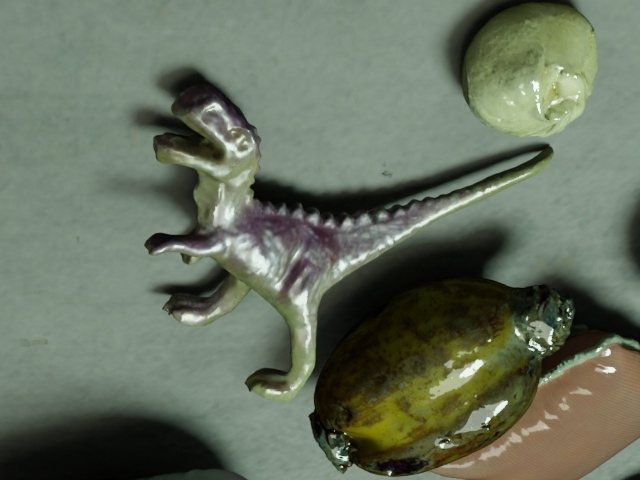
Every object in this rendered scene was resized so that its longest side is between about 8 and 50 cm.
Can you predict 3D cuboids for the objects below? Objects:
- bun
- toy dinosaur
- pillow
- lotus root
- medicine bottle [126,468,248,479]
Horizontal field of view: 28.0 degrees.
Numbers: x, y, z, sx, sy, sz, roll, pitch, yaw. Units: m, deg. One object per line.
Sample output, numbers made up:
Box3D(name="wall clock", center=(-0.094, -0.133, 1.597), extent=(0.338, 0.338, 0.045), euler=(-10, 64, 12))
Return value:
Box3D(name="bun", center=(0.124, -0.092, 0.740), extent=(0.086, 0.055, 0.086), euler=(-9, 137, -9))
Box3D(name="toy dinosaur", center=(0.000, 0.002, 0.793), extent=(0.251, 0.072, 0.200), euler=(18, 118, -19))
Box3D(name="pillow", center=(0.180, 0.128, 0.966), extent=(0.179, 0.075, 0.171), euler=(-42, 144, 22))
Box3D(name="lotus root", center=(0.080, 0.088, 0.871), extent=(0.209, 0.120, 0.120), euler=(-33, 135, 19))
Box3D(name="medicine bottle", center=(-0.179, 0.301, 0.918), extent=(0.301, 0.241, 0.241), euler=(-10, 138, 7))
